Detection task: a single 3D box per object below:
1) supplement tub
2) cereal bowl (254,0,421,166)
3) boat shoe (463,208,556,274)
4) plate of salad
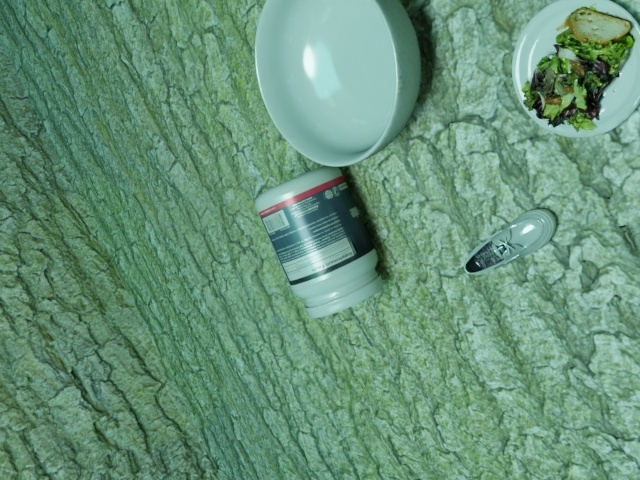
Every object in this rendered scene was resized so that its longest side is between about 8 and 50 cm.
[{"bbox_3d":[0.000,0.000,1.307,0.191,0.191,0.272,-19,96,50],"label":"supplement tub"},{"bbox_3d":[0.045,-0.310,1.134,0.339,0.141,0.338,24,127,37],"label":"cereal bowl"},{"bbox_3d":[0.311,0.007,1.079,0.184,0.063,0.066,-33,85,50],"label":"boat shoe"},{"bbox_3d":[0.359,-0.241,0.909,0.200,0.048,0.199,23,126,36],"label":"plate of salad"}]
